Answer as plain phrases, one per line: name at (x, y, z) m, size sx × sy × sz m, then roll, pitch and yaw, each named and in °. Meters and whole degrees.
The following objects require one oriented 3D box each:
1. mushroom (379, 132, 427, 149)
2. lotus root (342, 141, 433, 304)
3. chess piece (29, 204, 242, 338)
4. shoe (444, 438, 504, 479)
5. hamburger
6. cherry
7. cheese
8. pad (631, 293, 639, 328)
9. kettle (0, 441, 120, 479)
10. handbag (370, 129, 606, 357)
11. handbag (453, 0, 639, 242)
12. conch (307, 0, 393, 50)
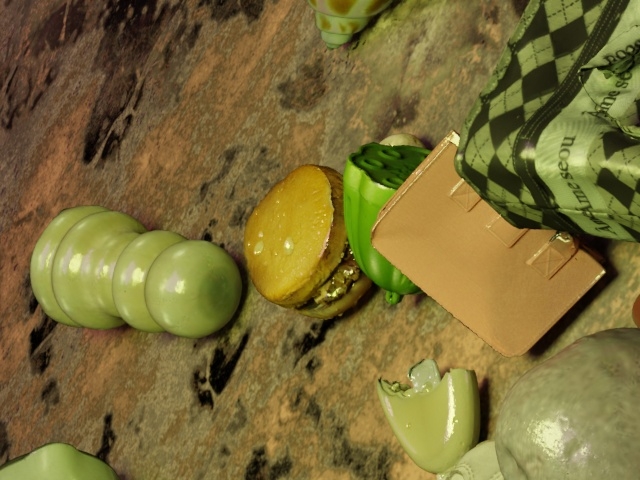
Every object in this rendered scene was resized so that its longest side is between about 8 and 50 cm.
mushroom at (0.092, -0.090, 1.839) m, size 0.083 × 0.067 × 0.083 m, roll -37°, pitch 42°, yaw 43°
lotus root at (0.101, -0.002, 1.727) m, size 0.186 × 0.186 × 0.186 m, roll -26°, pitch 54°, yaw 42°
chess piece at (-0.242, 0.054, 2.118) m, size 0.330 × 0.182 × 0.182 m, roll 9°, pitch 80°, yaw 48°
shoe at (0.149, 0.352, 1.438) m, size 0.172 × 0.198 × 0.351 m, roll -16°, pitch 64°, yaw 39°
hamburger at (0.005, 0.003, 1.862) m, size 0.191 × 0.118 × 0.181 m, roll -21°, pitch 61°, yaw 49°
cherry at (0.269, 0.180, 1.378) m, size 0.213 × 0.183 × 0.266 m, roll -29°, pitch 42°, yaw -22°
cheese at (0.134, 0.232, 1.644) m, size 0.127 × 0.050 × 0.235 m, roll -35°, pitch 56°, yaw 36°
pad at (0.415, 0.028, 1.330) m, size 0.267 × 0.004 × 0.181 m, roll -37°, pitch 39°, yaw -2°
kettle at (-0.327, 0.510, 1.974) m, size 0.376 × 0.250 × 0.361 m, roll -118°, pitch 30°, yaw -48°
handbag at (0.173, 0.004, 1.587) m, size 0.157 × 0.212 × 0.059 m, roll -49°, pitch 5°, yaw 23°
handbag at (0.367, -0.146, 1.390) m, size 0.416 × 0.180 × 0.316 m, roll 9°, pitch 64°, yaw 45°
conch at (0.070, -0.417, 1.926) m, size 0.368 × 0.197 × 0.249 m, roll -42°, pitch 7°, yaw 37°
